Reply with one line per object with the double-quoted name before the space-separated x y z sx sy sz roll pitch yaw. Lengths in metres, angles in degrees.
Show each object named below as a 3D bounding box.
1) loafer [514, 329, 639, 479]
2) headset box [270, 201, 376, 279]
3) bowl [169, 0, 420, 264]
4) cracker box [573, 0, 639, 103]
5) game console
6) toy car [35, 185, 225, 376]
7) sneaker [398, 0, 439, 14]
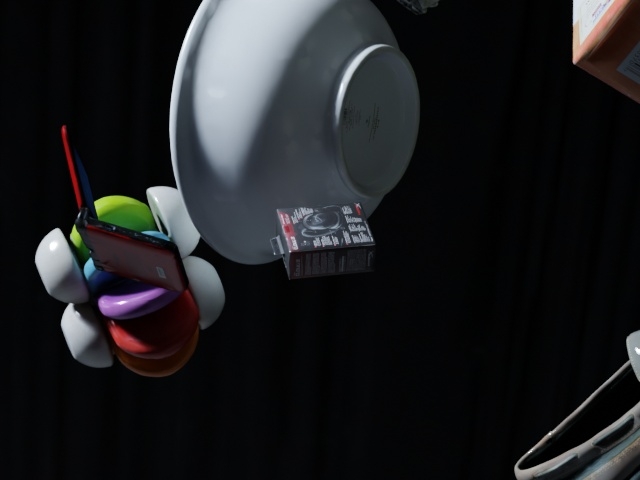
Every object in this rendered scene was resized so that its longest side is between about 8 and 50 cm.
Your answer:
"loafer" 0.244 0.112 1.489 0.084 0.267 0.096 33 24 -3
"headset box" 0.000 0.000 1.700 0.083 0.032 0.062 -7 38 -11
"bowl" 0.001 -0.117 1.855 0.134 0.298 0.298 8 18 32
"cracker box" 0.218 -0.199 1.175 0.067 0.156 0.232 29 34 -13
"game console" -0.164 -0.024 1.687 0.124 0.085 0.144 16 -14 5
"toy car" -0.173 0.048 1.898 0.159 0.182 0.136 -22 29 -10
"sneaker" 0.053 -0.323 1.556 0.122 0.283 0.110 -35 30 -10
